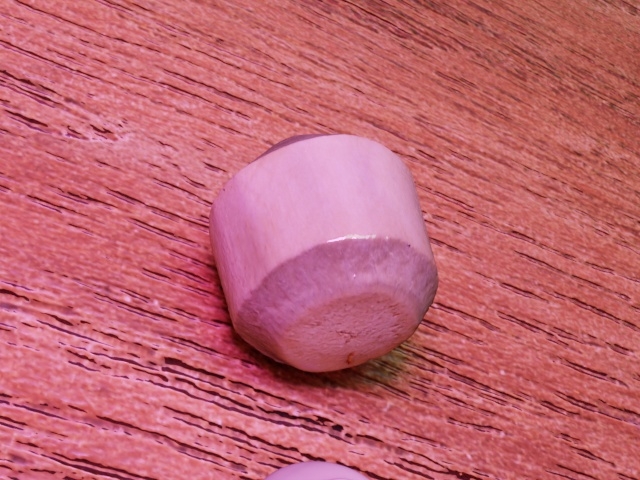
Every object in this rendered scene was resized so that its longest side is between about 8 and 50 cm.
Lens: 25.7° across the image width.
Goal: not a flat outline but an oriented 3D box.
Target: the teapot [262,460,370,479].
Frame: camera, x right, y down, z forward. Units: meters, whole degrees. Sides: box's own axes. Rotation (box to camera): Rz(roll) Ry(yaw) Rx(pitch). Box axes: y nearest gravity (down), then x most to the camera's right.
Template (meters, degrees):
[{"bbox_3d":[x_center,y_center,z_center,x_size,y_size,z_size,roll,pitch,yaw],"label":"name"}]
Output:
[{"bbox_3d":[-0.003,0.247,1.133,0.226,0.092,0.145,-13,57,-38],"label":"teapot"}]

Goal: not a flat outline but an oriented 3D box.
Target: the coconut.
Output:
[{"bbox_3d":[0.000,0.000,1.299,0.202,0.202,0.222,7,50,-30],"label":"coconut"}]
